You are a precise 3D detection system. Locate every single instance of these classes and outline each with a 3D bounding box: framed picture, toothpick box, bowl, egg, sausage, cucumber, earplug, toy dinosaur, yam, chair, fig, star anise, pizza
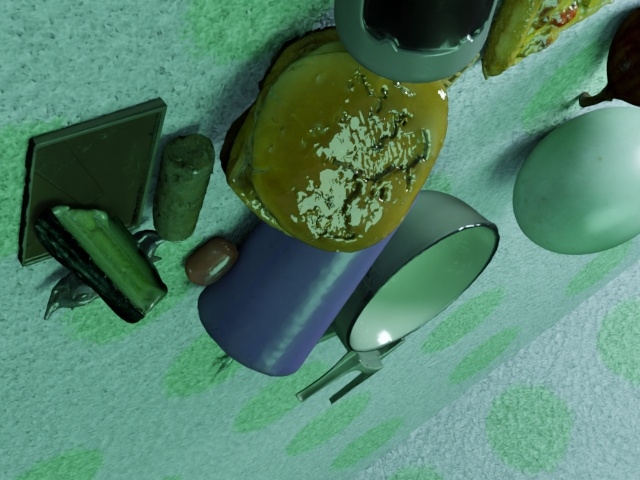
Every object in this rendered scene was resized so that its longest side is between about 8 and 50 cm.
[{"bbox_3d":[-0.310,-0.072,1.546,0.192,0.018,0.265,-22,153,-32],"label":"framed picture"},{"bbox_3d":[0.119,-0.340,1.412,0.229,0.229,0.316,-28,152,-21],"label":"toothpick box"},{"bbox_3d":[0.143,0.027,2.158,0.353,0.185,0.354,-31,156,-15],"label":"bowl"},{"bbox_3d":[0.570,-0.123,2.366,0.388,0.276,0.276,-32,156,-13],"label":"egg"},{"bbox_3d":[-0.179,0.035,1.885,0.094,0.054,0.059,-39,157,4],"label":"sausage"},{"bbox_3d":[-0.300,0.029,1.568,0.086,0.193,0.115,-44,-175,24],"label":"cucumber"},{"bbox_3d":[0.000,0.000,1.898,0.215,0.215,0.456,-1,135,-54],"label":"earplug"},{"bbox_3d":[-0.188,0.244,2.311,0.083,0.021,0.062,-52,165,30],"label":"toy dinosaur"},{"bbox_3d":[-0.195,-0.075,1.630,0.078,0.078,0.179,-24,155,-28],"label":"yam"},{"bbox_3d":[0.057,0.188,2.380,0.274,0.191,0.203,-34,159,12],"label":"chair"},{"bbox_3d":[0.618,-0.317,2.213,0.217,0.217,0.321,-21,170,-33],"label":"fig"},{"bbox_3d":[-0.314,0.046,1.705,0.204,0.061,0.180,-38,166,12],"label":"star anise"},{"bbox_3d":[0.406,-0.396,1.880,0.287,0.075,0.280,-26,156,-23],"label":"pizza"}]

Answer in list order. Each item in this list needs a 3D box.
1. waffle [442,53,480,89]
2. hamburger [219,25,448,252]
[{"bbox_3d":[0.182,-0.288,1.805,0.102,0.042,0.148,-43,156,14],"label":"waffle"},{"bbox_3d":[0.023,-0.137,1.619,0.284,0.174,0.305,20,102,-33],"label":"hamburger"}]
